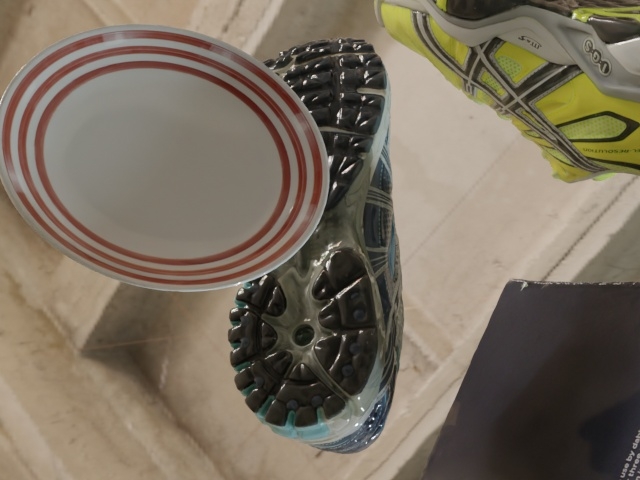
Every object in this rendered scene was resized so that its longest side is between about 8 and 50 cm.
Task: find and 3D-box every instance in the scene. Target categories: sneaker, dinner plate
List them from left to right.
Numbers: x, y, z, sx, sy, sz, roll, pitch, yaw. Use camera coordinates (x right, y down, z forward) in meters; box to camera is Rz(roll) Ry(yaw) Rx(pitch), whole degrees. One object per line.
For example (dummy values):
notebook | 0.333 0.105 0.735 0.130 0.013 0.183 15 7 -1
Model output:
dinner plate | -0.065 -0.036 0.420 0.141 0.141 0.017 54 -32 20
sneaker | 0.000 0.000 0.624 0.110 0.122 0.283 -5 -120 16
sneaker | 0.175 -0.124 0.758 0.385 0.145 0.147 33 -49 45

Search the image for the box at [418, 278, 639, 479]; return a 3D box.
box | 0.290 0.174 0.602 0.343 0.312 0.179 28 -99 -14
